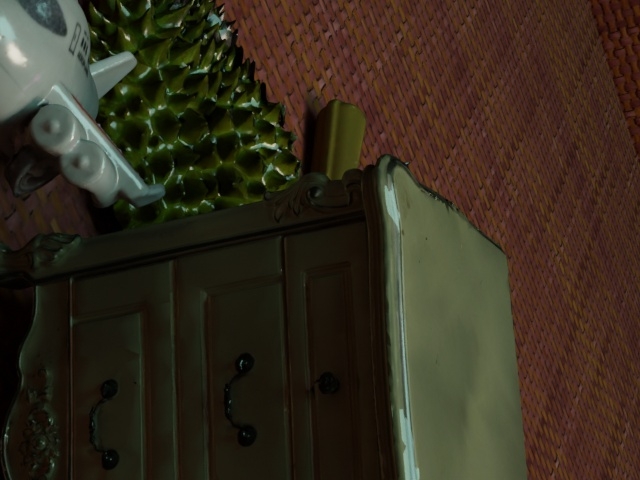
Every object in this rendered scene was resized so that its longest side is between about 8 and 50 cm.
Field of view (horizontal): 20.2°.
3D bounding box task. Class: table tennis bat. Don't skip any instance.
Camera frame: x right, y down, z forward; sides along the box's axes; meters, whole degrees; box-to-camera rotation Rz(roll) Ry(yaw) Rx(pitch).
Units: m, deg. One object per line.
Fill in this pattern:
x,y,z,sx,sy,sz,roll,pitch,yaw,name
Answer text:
0.000,0.000,1.725,0.198,0.050,0.321,49,41,-45,table tennis bat

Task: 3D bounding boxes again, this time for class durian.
-0.109,-0.052,1.448,0.169,0.158,0.352,14,-58,68,durian

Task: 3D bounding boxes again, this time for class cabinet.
-0.047,0.134,1.212,0.227,0.318,0.290,34,49,-60,cabinet

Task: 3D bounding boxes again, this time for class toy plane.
-0.197,-0.114,1.197,0.252,0.118,0.252,49,0,0,toy plane
